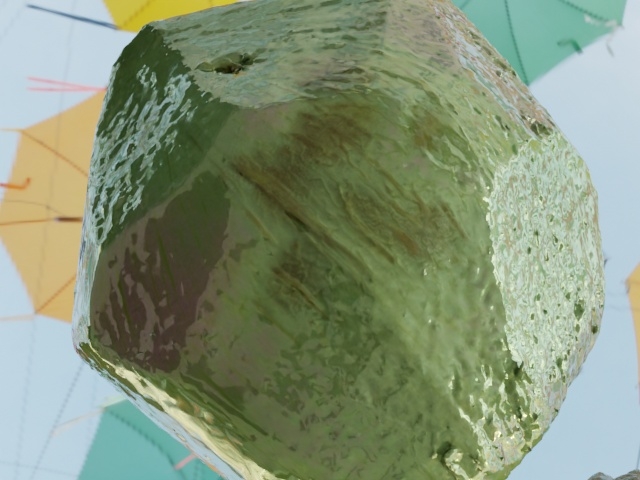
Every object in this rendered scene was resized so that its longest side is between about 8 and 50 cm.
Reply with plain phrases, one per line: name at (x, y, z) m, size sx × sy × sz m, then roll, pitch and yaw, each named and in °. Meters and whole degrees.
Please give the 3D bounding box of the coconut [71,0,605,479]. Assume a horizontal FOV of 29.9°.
coconut at (0.000, 0.000, 0.705) m, size 0.328 × 0.281 × 0.329 m, roll 3°, pitch -103°, yaw -15°

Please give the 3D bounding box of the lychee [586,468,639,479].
lychee at (0.205, 0.318, 0.886) m, size 0.320 × 0.270 × 0.270 m, roll -34°, pitch -99°, yaw -27°
